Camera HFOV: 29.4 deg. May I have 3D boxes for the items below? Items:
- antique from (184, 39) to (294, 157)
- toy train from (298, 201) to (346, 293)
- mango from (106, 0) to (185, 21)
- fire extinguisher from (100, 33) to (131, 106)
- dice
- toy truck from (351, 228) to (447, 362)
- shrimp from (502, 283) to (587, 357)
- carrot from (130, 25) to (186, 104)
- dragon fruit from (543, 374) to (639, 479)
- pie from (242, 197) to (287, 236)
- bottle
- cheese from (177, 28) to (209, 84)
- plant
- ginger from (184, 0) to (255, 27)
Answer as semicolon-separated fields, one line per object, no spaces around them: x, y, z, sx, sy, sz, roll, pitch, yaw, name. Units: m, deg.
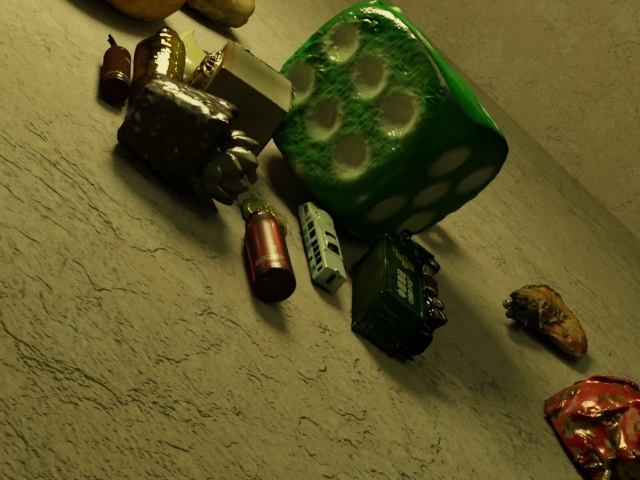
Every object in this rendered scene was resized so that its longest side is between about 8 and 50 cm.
-0.137;-0.201;1.839;0.148;0.147;0.152;32;21;-14;antique
0.000;0.000;1.805;0.043;0.047;0.207;32;22;-26;toy train
-0.323;-0.451;2.073;0.177;0.120;0.295;51;22;6;mango
-0.299;-0.248;1.791;0.158;0.043;0.064;-101;168;-59;fire extinguisher
0.105;-0.186;1.976;0.297;0.287;0.300;58;14;23;dice
0.115;0.073;1.803;0.121;0.088;0.259;36;21;-13;toy truck
0.417;0.149;2.237;0.164;0.062;0.317;53;20;23;shrimp
-0.242;-0.253;1.817;0.082;0.082;0.173;33;31;-20;carrot
0.478;0.324;1.869;0.262;0.134;0.211;40;23;-1;dragon fruit
-0.082;-0.033;1.767;0.085;0.017;0.085;36;21;-16;pie
-0.070;0.017;1.627;0.060;0.060;0.164;31;21;-26;bottle
-0.229;-0.278;1.971;0.127;0.050;0.235;43;27;6;cheese
-0.171;-0.136;1.656;0.194;0.129;0.132;34;20;-10;plant
-0.237;-0.497;2.337;0.263;0.109;0.116;30;28;-26;ginger
